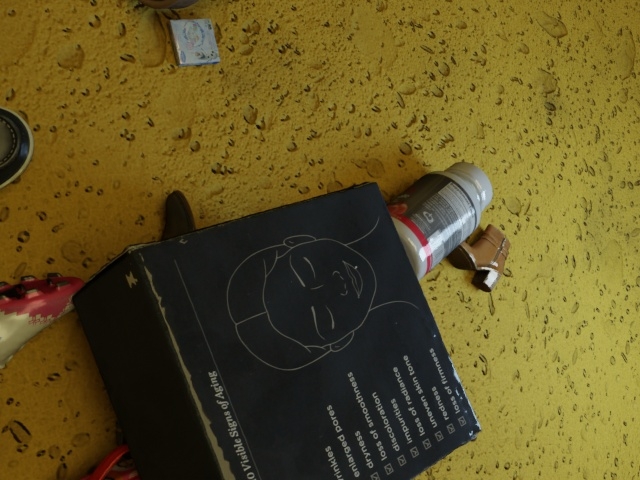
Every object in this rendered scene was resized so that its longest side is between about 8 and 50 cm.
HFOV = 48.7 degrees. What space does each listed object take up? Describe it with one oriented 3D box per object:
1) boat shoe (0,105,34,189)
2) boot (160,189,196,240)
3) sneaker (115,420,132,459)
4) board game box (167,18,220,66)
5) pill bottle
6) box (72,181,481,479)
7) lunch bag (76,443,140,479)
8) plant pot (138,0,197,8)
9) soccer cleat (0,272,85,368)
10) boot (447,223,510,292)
[{"bbox_3d":[-0.670,-0.125,1.028,0.500,0.156,0.186,-9,87,-35],"label":"boat shoe"},{"bbox_3d":[-0.289,0.017,1.304,0.106,0.082,0.219,-5,88,-37],"label":"boot"},{"bbox_3d":[-0.288,0.274,1.270,0.132,0.086,0.228,10,78,-35],"label":"sneaker"},{"bbox_3d":[-0.254,-0.398,1.420,0.090,0.020,0.090,-14,91,-35],"label":"board game box"},{"bbox_3d":[0.252,-0.050,1.614,0.318,0.176,0.176,-37,104,-32],"label":"pill bottle"},{"bbox_3d":[-0.066,0.206,1.158,0.472,0.297,0.479,-18,83,-40],"label":"box"},{"bbox_3d":[-0.297,0.461,1.188,0.293,0.120,0.258,-16,106,-37],"label":"lunch bag"},{"bbox_3d":[-0.227,-0.571,1.348,0.229,0.263,0.263,-16,92,-51],"label":"plant pot"},{"bbox_3d":[-0.528,0.157,1.123,0.331,0.116,0.143,-20,111,-32],"label":"soccer cleat"},{"bbox_3d":[0.398,0.017,1.769,0.197,0.073,0.152,47,62,-33],"label":"boot"}]
